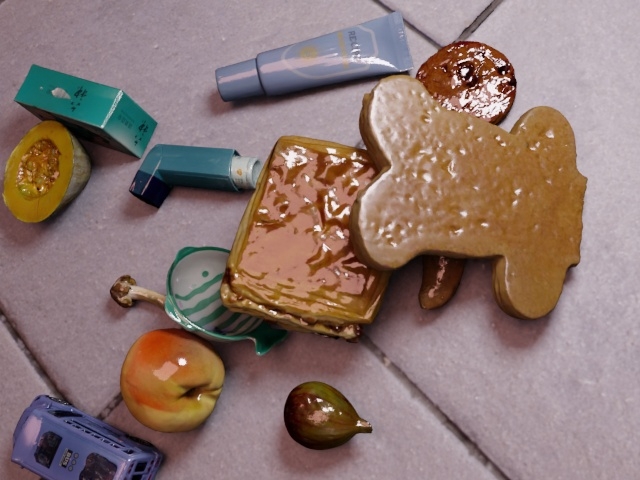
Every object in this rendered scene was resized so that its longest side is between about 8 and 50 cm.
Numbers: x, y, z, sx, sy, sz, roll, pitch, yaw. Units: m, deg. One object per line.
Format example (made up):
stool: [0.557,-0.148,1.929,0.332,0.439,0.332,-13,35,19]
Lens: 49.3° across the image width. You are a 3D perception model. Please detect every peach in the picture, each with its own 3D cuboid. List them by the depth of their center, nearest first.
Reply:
peach: [-0.262,0.240,1.216,0.184,0.184,0.184,-5,72,15]

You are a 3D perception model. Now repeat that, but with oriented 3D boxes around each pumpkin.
pumpkin: [-0.555,-0.139,1.457,0.217,0.110,0.218,-3,84,29]

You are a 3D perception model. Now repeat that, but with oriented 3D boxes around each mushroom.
mushroom: [-0.322,0.119,1.334,0.187,0.061,0.060,20,75,17]

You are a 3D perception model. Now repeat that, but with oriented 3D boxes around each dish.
dish: [-0.179,0.121,1.253,0.246,0.224,0.078,44,133,12]

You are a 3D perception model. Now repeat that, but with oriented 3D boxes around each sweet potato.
sweet potato: [0.199,-0.053,1.212,0.114,0.092,0.342,-19,67,28]

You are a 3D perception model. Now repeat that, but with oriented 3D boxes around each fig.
fig: [0.015,0.292,1.153,0.154,0.103,0.109,-1,95,25]

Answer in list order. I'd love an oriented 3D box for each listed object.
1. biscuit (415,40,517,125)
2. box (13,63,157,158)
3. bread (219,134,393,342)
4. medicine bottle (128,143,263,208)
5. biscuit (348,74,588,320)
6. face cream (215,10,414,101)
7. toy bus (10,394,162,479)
biscuit: [0.264,-0.282,1.289,0.192,0.049,0.192,-5,74,19]
box: [-0.486,-0.268,1.449,0.244,0.153,0.092,19,79,22]
bread: [0.000,0.000,1.212,0.277,0.167,0.325,14,82,7]
medicine bottle: [-0.244,-0.126,1.373,0.258,0.079,0.124,4,71,17]
biscuit: [0.241,-0.065,1.137,0.393,0.076,0.368,10,76,-11]
face cream: [-0.017,-0.351,1.378,0.385,0.086,0.136,-12,70,8]
toy bus: [-0.440,0.377,1.243,0.292,0.133,0.126,18,80,21]
